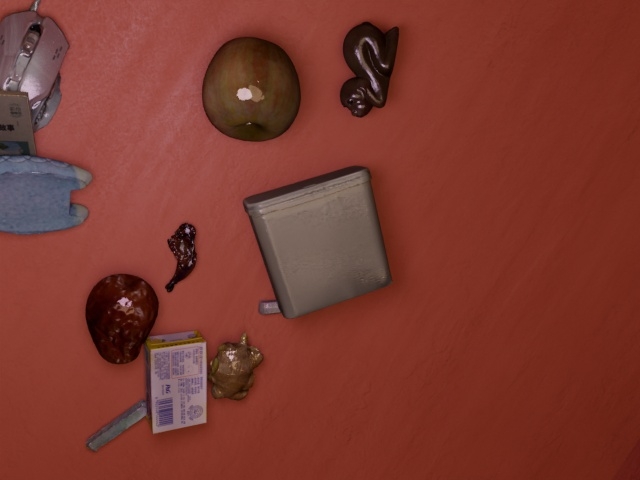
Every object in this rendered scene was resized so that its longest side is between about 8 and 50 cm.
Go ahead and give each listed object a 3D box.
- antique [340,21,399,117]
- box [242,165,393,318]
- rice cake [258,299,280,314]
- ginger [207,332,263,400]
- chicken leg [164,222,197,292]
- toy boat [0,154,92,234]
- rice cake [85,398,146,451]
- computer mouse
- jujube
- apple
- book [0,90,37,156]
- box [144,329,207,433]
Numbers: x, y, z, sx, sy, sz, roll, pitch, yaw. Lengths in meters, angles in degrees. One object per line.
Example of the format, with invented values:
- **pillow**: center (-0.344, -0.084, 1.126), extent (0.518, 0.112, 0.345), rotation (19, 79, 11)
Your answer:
- **antique**: center (0.124, -0.467, 1.852), extent (0.143, 0.121, 0.256), rotation (7, 102, -9)
- **box**: center (0.000, 0.000, 1.904), extent (0.352, 0.177, 0.343), rotation (-18, 105, -10)
- **rice cake**: center (-0.084, 0.190, 2.017), extent (0.207, 0.036, 0.047), rotation (-8, 93, -12)
- **ginger**: center (-0.251, 0.373, 1.987), extent (0.157, 0.102, 0.216), rotation (13, 101, -24)
- **chicken leg**: center (-0.389, 0.050, 1.894), extent (0.093, 0.053, 0.205), rotation (7, 96, 7)
- **toy boat**: center (-0.753, -0.129, 1.706), extent (0.330, 0.123, 0.215), rotation (-4, 135, -26)
- **rice cake**: center (-0.593, 0.543, 1.979), extent (0.211, 0.034, 0.043), rotation (-35, 119, -4)
- **computer mouse**: center (-0.727, -0.413, 1.648), extent (0.200, 0.115, 0.389), rotation (18, 100, -22)
- **jujube**: center (-0.541, 0.216, 1.835), extent (0.190, 0.190, 0.255), rotation (3, 112, -15)
- **apple**: center (-0.178, -0.388, 1.736), extent (0.257, 0.257, 0.233), rotation (1, 74, -15)
- **book**: center (-0.805, -0.246, 1.644), extent (0.215, 0.025, 0.282), rotation (-1, 137, -12)
- **box**: center (-0.416, 0.404, 1.938), extent (0.168, 0.097, 0.265), rotation (-7, 107, -26)
